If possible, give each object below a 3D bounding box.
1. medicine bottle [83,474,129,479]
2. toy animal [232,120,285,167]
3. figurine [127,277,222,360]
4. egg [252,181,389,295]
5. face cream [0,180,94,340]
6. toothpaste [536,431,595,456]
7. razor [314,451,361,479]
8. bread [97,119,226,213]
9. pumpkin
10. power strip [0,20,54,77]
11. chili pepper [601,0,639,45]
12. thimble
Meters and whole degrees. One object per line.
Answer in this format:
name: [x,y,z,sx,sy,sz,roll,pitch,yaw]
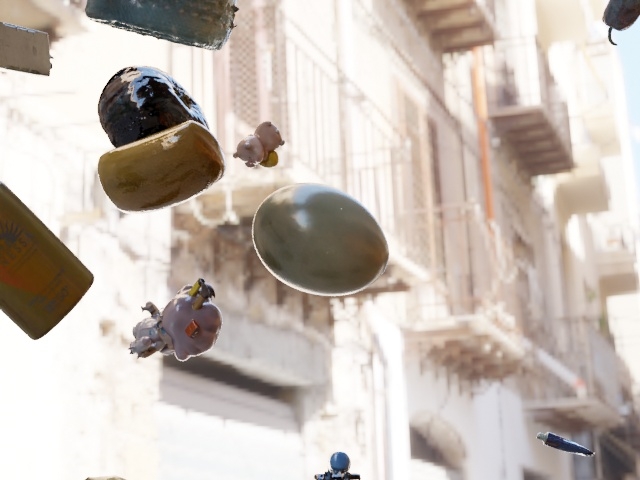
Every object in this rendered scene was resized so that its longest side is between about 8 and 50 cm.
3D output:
medicine bottle: [-0.293,0.423,1.629,0.124,0.124,0.238,4,-60,-20]
toy animal: [-0.131,-0.192,2.584,0.114,0.091,0.082,-35,-7,42]
figurine: [-0.247,0.150,2.134,0.229,0.137,0.112,-22,-44,36]
egg: [0.000,0.000,2.088,0.242,0.186,0.186,26,-12,12]
face cream: [-0.476,0.006,1.821,0.285,0.139,0.067,49,-24,-21]
toothpaste: [0.343,0.286,1.712,0.083,0.019,0.027,18,-14,10]
razor: [0.028,0.368,2.000,0.082,0.042,0.253,-1,-14,0]
bread: [-0.268,-0.113,2.080,0.217,0.098,0.147,-24,-44,11]
pumpkin: [-0.306,-0.218,2.271,0.163,0.233,0.233,-36,-24,7]
power strip: [-0.514,-0.323,2.080,0.029,0.080,0.227,-2,1,17]
chili pepper: [0.457,-0.362,1.803,0.050,0.153,0.041,18,20,-26]
thimble: [-0.238,-0.381,1.893,0.235,0.143,0.198,15,6,-2]
